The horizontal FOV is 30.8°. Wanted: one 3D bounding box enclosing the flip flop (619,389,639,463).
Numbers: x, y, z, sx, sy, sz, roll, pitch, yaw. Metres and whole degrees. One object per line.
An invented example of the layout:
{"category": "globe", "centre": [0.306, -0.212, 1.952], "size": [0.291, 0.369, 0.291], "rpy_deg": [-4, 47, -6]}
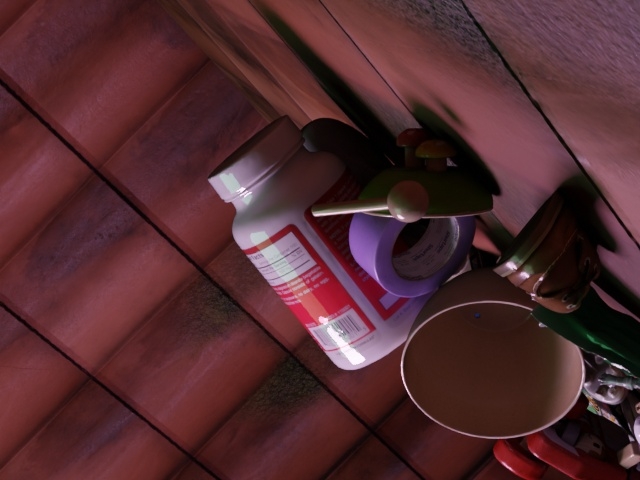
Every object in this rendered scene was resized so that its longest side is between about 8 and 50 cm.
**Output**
{"category": "flip flop", "centre": [0.593, 0.366, 2.014], "size": [0.277, 0.080, 0.112], "rpy_deg": [62, -175, -21]}

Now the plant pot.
{"category": "plant pot", "centre": [0.280, 0.152, 1.876], "size": [0.284, 0.284, 0.191], "rpy_deg": [46, -150, -21]}

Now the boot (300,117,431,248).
{"category": "boot", "centre": [0.112, -0.111, 2.022], "size": [0.338, 0.118, 0.223], "rpy_deg": [39, 171, -2]}

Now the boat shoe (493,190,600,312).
{"category": "boat shoe", "centre": [0.266, 0.021, 1.301], "size": [0.104, 0.111, 0.307], "rpy_deg": [41, -173, 8]}

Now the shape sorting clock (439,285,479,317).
{"category": "shape sorting clock", "centre": [0.296, 0.123, 2.198], "size": [0.206, 0.040, 0.206], "rpy_deg": [14, -156, -6]}

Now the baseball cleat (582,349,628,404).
{"category": "baseball cleat", "centre": [0.459, 0.213, 1.911], "size": [0.109, 0.072, 0.206], "rpy_deg": [33, -169, -31]}

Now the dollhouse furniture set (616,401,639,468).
{"category": "dollhouse furniture set", "centre": [0.547, 0.326, 1.927], "size": [0.114, 0.081, 0.091], "rpy_deg": [121, 148, -55]}

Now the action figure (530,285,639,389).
{"category": "action figure", "centre": [0.380, 0.142, 1.418], "size": [0.232, 0.137, 0.063], "rpy_deg": [37, 131, 31]}

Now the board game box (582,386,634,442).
{"category": "board game box", "centre": [0.568, 0.344, 2.310], "size": [0.136, 0.030, 0.259], "rpy_deg": [53, 175, -13]}

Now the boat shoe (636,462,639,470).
{"category": "boat shoe", "centre": [0.584, 0.397, 2.515], "size": [0.301, 0.108, 0.102], "rpy_deg": [33, 168, 47]}

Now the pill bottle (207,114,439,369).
{"category": "pill bottle", "centre": [0.000, 0.000, 1.972], "size": [0.408, 0.229, 0.229], "rpy_deg": [52, 177, -11]}

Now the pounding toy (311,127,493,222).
{"category": "pounding toy", "centre": [0.124, -0.092, 1.544], "size": [0.183, 0.110, 0.237], "rpy_deg": [5, -170, 39]}

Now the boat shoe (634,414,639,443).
{"category": "boat shoe", "centre": [0.591, 0.352, 1.834], "size": [0.228, 0.080, 0.076], "rpy_deg": [50, 153, -13]}

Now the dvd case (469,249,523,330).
{"category": "dvd case", "centre": [0.358, 0.131, 2.067], "size": [0.239, 0.029, 0.179], "rpy_deg": [46, -167, -9]}

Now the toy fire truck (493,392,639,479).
{"category": "toy fire truck", "centre": [0.452, 0.345, 2.055], "size": [0.254, 0.169, 0.302], "rpy_deg": [28, -167, 0]}

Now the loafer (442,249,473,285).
{"category": "loafer", "centre": [0.186, -0.015, 2.198], "size": [0.268, 0.102, 0.092], "rpy_deg": [45, -176, 29]}

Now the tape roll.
{"category": "tape roll", "centre": [0.144, -0.011, 1.820], "size": [0.189, 0.189, 0.080], "rpy_deg": [47, 178, -42]}
